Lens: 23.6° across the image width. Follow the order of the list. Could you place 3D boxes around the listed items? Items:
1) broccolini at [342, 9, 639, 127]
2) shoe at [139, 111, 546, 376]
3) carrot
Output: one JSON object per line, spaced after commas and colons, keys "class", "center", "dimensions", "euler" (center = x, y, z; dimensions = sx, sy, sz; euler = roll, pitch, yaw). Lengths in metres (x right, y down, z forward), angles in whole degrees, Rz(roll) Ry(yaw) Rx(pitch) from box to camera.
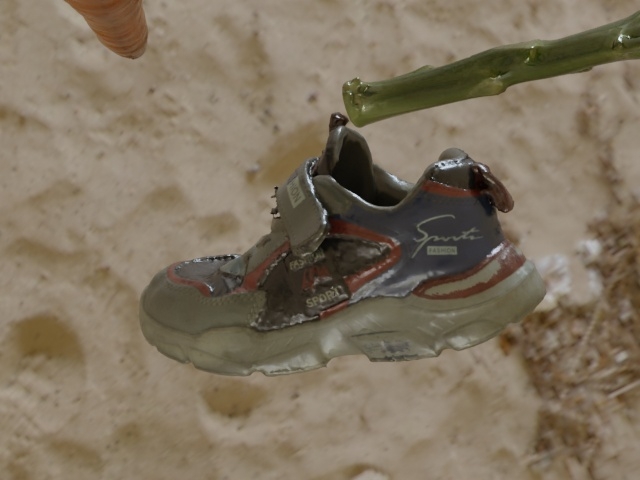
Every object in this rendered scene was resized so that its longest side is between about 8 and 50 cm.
{"class": "broccolini", "center": [0.170, -0.118, 0.996], "dimensions": [0.074, 0.392, 0.078], "euler": [31, 56, -48]}
{"class": "shoe", "center": [0.000, 0.000, 0.810], "dimensions": [0.099, 0.228, 0.125], "euler": [-47, 129, -66]}
{"class": "carrot", "center": [-0.112, -0.133, 0.748], "dimensions": [0.061, 0.256, 0.061], "euler": [1, 76, -3]}
